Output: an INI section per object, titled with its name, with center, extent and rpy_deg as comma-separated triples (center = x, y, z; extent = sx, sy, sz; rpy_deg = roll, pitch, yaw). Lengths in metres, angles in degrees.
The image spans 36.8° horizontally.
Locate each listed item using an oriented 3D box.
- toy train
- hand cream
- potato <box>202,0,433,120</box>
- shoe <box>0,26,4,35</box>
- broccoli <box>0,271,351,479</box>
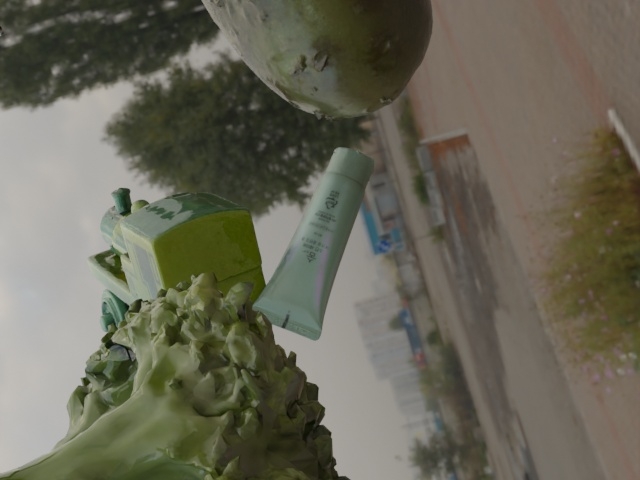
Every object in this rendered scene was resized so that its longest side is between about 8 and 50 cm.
[toy train]
center = -0.180, 0.046, 1.128
extent = 0.369, 0.150, 0.237
rpy_deg = 23, 128, 58
[hand cream]
center = 0.000, 0.000, 1.008
extent = 0.050, 0.078, 0.205
rpy_deg = 86, -154, -72
[potato]
center = -0.018, -0.240, 0.839
extent = 0.307, 0.173, 0.210
rpy_deg = 53, -143, -22
[shoe]
center = -0.317, -0.149, 0.721
extent = 0.099, 0.169, 0.071
rpy_deg = -89, -6, -55
[broccoli]
center = -0.151, 0.129, 0.465
extent = 0.397, 0.275, 0.353
rpy_deg = 44, -158, -4
